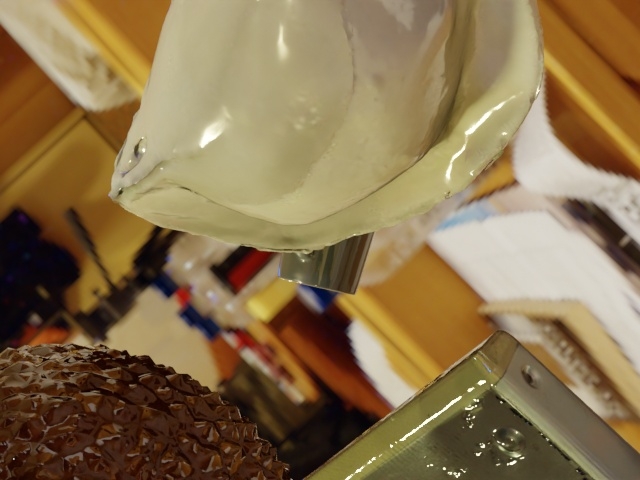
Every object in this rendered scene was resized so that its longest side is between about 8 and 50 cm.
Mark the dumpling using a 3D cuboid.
[{"bbox_3d":[0.017,-0.116,1.014,0.260,0.341,0.181,19,-166,-25],"label":"dumpling"}]

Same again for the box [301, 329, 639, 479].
[{"bbox_3d":[0.087,0.192,0.882,0.211,0.045,0.270,44,128,-7],"label":"box"}]

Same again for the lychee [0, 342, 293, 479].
[{"bbox_3d":[-0.112,0.134,0.673,0.194,0.194,0.194,43,167,12],"label":"lychee"}]

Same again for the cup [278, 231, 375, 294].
[{"bbox_3d":[0.000,0.000,1.206,0.078,0.077,0.100,12,178,29],"label":"cup"}]
